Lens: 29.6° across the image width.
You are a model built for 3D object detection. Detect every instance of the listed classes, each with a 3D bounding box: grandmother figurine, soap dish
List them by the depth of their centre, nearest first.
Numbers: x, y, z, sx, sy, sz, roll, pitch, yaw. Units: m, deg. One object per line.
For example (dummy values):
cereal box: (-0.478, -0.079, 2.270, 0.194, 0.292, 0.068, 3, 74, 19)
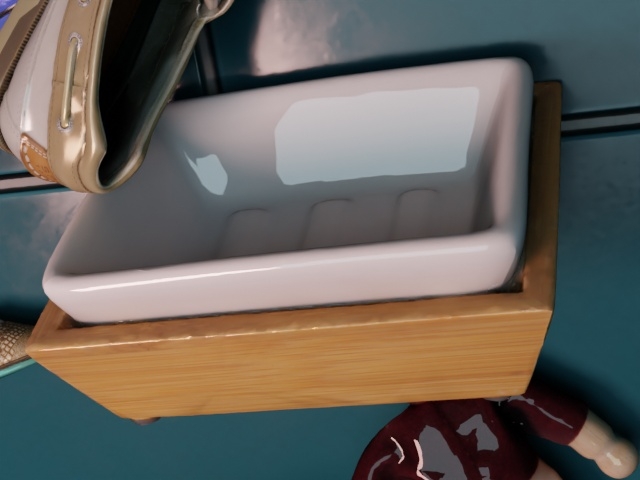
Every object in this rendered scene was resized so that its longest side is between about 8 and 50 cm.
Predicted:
soap dish: (0.000, 0.000, 0.727, 0.291, 0.229, 0.118, -5, 125, 15)
grandmother figurine: (0.107, 0.169, 0.827, 0.208, 0.104, 0.342, -29, 98, -6)

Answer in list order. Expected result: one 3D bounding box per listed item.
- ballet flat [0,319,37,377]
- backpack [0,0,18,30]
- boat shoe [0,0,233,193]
ballet flat: (-0.288, 0.094, 0.910, 0.206, 0.073, 0.067, -26, 87, 17)
backpack: (-0.201, -0.181, 0.770, 0.098, 0.101, 0.120, -22, 106, 27)
boat shoe: (-0.093, -0.169, 0.709, 0.103, 0.113, 0.302, 33, 103, 32)
